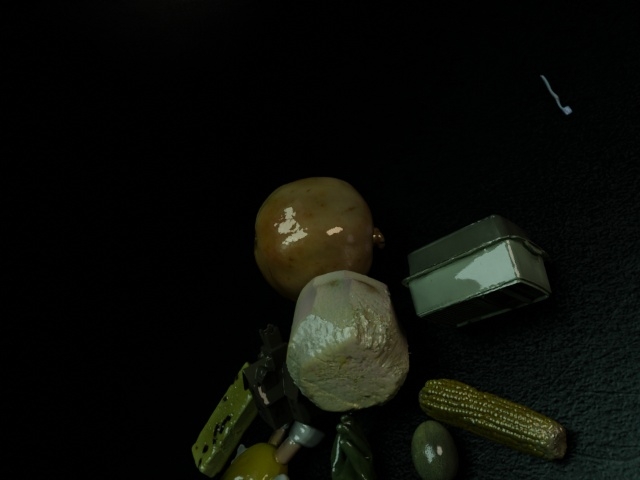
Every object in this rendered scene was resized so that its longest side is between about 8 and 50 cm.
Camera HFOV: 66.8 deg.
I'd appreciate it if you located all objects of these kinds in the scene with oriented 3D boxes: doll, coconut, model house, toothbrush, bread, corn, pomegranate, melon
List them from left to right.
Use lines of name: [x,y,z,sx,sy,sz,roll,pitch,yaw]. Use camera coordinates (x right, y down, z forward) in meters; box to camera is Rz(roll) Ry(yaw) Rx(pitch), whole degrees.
bread: [-0.290,0.580,1.575,0.361,0.077,0.138,-57,33,-1]
doll: [-0.166,0.623,1.336,0.423,0.161,0.348,-45,15,16]
model house: [-0.091,0.345,1.298,0.212,0.243,0.204,-26,18,-28]
pomegranate: [0.000,0.000,1.459,0.412,0.412,0.411,-31,42,32]
coconut: [0.072,0.233,1.210,0.297,0.297,0.309,-41,19,22]
melon: [0.240,0.447,1.023,0.098,0.098,0.130,-33,36,31]
corn: [0.333,0.356,0.993,0.320,0.097,0.096,6,67,50]
toothbrush: [0.629,-0.394,1.306,0.019,0.013,0.193,-30,42,24]

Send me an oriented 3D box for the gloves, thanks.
gloves: [0.074,0.542,1.143,0.135,0.107,0.267,-18,67,53]

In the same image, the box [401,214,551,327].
box: [0.348,0.076,1.092,0.291,0.221,0.166,-29,57,34]
